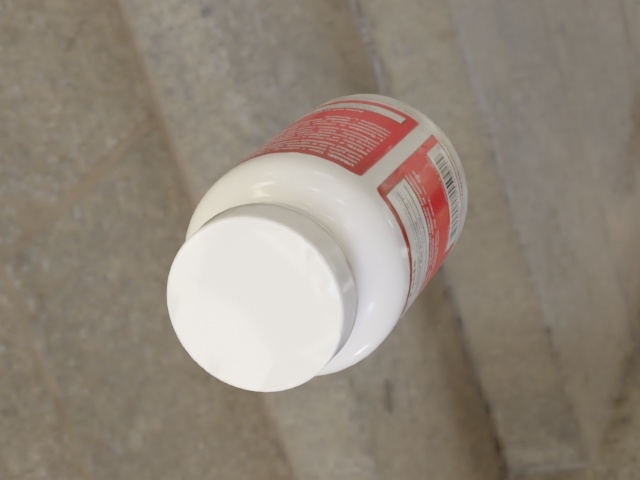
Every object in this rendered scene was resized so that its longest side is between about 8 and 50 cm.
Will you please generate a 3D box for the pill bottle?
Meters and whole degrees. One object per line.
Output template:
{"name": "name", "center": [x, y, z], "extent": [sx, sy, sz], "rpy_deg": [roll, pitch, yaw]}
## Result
{"name": "pill bottle", "center": [0.000, 0.000, 1.674], "extent": [0.408, 0.229, 0.229], "rpy_deg": [-44, 121, -65]}
